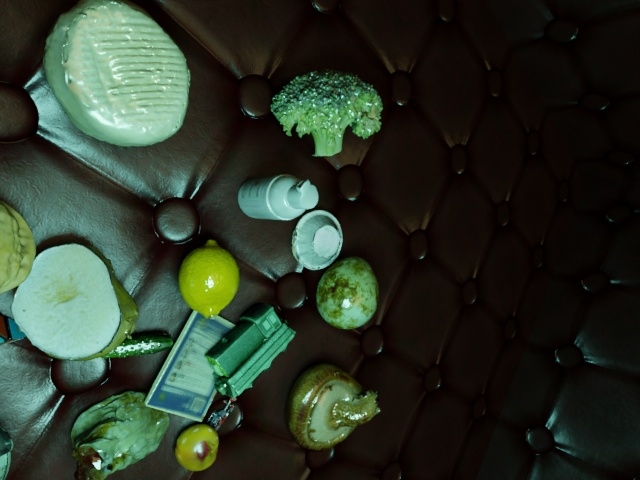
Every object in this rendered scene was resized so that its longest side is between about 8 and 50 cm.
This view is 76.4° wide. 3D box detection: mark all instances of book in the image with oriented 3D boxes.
[{"bbox_3d":[-0.390,0.397,1.309,0.228,0.018,0.322,44,62,-41],"label":"book"}]

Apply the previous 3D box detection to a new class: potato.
[{"bbox_3d":[-0.628,0.172,1.070,0.246,0.196,0.299,-22,80,-18],"label":"potato"}]

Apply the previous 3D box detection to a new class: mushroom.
[{"bbox_3d":[0.040,0.623,1.528,0.345,0.259,0.345,-4,97,-35],"label":"mushroom"}]

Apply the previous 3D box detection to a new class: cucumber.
[{"bbox_3d":[-0.553,0.310,1.199,0.227,0.069,0.069,-1,96,-33],"label":"cucumber"}]

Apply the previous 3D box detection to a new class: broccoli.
[{"bbox_3d":[0.035,-0.455,1.414,0.338,0.277,0.317,-52,140,-9],"label":"broccoli"}]

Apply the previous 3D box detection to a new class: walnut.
[{"bbox_3d":[-0.780,0.008,0.906,0.257,0.224,0.257,15,65,-37],"label":"walnut"}]

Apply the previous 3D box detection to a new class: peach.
[{"bbox_3d":[-0.399,0.663,1.309,0.138,0.138,0.138,-4,98,-35],"label":"peach"}]

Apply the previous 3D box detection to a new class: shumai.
[{"bbox_3d":[-0.548,0.568,1.150,0.272,0.204,0.222,-10,102,-38],"label":"shumai"}]

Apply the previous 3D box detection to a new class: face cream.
[{"bbox_3d":[-0.120,-0.132,1.267,0.145,0.370,0.145,-4,98,-33],"label":"face cream"}]

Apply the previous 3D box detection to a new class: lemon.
[{"bbox_3d":[-0.343,0.118,1.254,0.187,0.187,0.244,2,84,-35],"label":"lemon"}]

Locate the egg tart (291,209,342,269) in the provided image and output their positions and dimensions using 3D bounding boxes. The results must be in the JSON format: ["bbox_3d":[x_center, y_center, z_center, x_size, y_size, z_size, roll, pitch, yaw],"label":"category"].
[{"bbox_3d":[0.000,0.000,1.536,0.234,0.094,0.234,-5,98,-37],"label":"egg tart"}]

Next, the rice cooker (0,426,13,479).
[{"bbox_3d":[-0.846,0.526,0.916,0.226,0.244,0.226,5,71,-16],"label":"rice cooker"}]

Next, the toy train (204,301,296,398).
[{"bbox_3d":[-0.242,0.355,1.366,0.330,0.138,0.178,-42,114,-34],"label":"toy train"}]

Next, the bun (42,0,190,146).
[{"bbox_3d":[-0.524,-0.428,1.057,0.360,0.211,0.359,-15,114,-37],"label":"bun"}]

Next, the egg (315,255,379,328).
[{"bbox_3d":[0.104,0.193,1.547,0.238,0.238,0.289,37,51,-32],"label":"egg"}]

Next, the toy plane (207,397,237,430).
[{"bbox_3d":[-0.337,0.599,1.395,0.145,0.037,0.060,-57,144,-19],"label":"toy plane"}]

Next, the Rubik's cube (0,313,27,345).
[{"bbox_3d":[-0.825,0.188,0.893,0.284,0.234,0.250,-13,102,-33],"label":"Rubik's cube"}]
